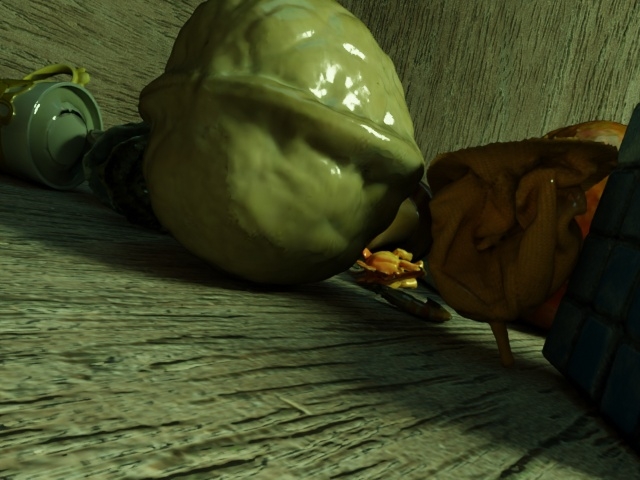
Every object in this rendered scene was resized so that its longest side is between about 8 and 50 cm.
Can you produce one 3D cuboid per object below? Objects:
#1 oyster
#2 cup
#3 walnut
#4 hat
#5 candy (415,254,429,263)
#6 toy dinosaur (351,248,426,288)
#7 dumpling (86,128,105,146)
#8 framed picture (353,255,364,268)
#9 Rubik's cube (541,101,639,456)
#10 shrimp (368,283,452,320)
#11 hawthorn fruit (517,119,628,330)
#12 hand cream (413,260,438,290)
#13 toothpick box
[{"bbox_3d":[-0.195,-0.117,0.938,0.350,0.162,0.158,-20,55,-43],"label":"oyster"},{"bbox_3d":[-0.517,-0.221,1.037,0.226,0.241,0.185,11,-25,16],"label":"cup"},{"bbox_3d":[-0.044,-0.120,0.736,0.381,0.382,0.381,16,6,-2],"label":"walnut"},{"bbox_3d":[0.230,0.031,0.684,0.244,0.233,0.233,-7,-18,41],"label":"hat"},{"bbox_3d":[0.349,0.027,1.465,0.195,0.137,0.184,9,9,-41],"label":"candy"},{"bbox_3d":[0.107,0.049,0.972,0.117,0.071,0.288,5,2,1],"label":"toy dinosaur"},{"bbox_3d":[-0.295,-0.117,1.063,0.292,0.164,0.204,22,-19,-40],"label":"dumpling"},{"bbox_3d":[0.000,0.000,1.268,0.211,0.020,0.289,21,6,5],"label":"framed picture"},{"bbox_3d":[0.463,0.053,0.535,0.343,0.345,0.337,18,7,3],"label":"Rubik's cube"},{"bbox_3d":[0.132,0.089,0.849,0.127,0.025,0.091,23,8,18],"label":"shrimp"},{"bbox_3d":[0.482,0.004,1.019,0.402,0.403,0.403,16,6,-2],"label":"hawthorn fruit"},{"bbox_3d":[0.246,0.070,1.211,0.121,0.076,0.336,15,0,-3],"label":"hand cream"},{"bbox_3d":[0.116,-0.046,1.160,0.192,0.192,0.294,20,9,35],"label":"toothpick box"}]
